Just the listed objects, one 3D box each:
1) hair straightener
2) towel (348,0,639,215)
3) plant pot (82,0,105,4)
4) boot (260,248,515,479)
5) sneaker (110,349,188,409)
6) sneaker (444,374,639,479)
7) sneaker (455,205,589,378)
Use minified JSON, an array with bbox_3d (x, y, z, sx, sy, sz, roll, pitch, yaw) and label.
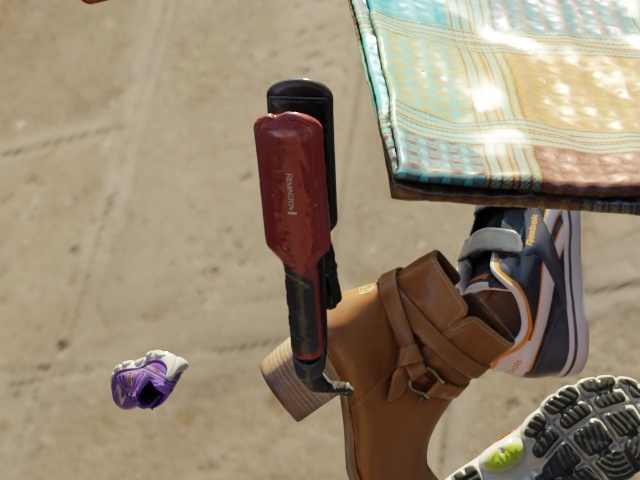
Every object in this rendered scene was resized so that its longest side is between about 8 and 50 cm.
[{"bbox_3d":[0.000,0.000,0.989,0.047,0.230,0.089,-2,36,12],"label":"hair straightener"},{"bbox_3d":[0.163,-0.133,1.217,0.271,0.040,0.370,3,34,-6],"label":"towel"},{"bbox_3d":[-0.144,-0.423,1.628,0.267,0.267,0.236,-2,31,48],"label":"plant pot"},{"bbox_3d":[0.073,0.109,1.120,0.152,0.197,0.073,-35,26,14],"label":"boot"},{"bbox_3d":[-0.243,0.200,2.180,0.170,0.068,0.071,-35,30,54],"label":"sneaker"},{"bbox_3d":[0.208,0.219,1.579,0.279,0.118,0.107,-26,82,-10],"label":"sneaker"},{"bbox_3d":[0.228,0.002,1.883,0.126,0.127,0.321,145,121,-64],"label":"sneaker"}]
